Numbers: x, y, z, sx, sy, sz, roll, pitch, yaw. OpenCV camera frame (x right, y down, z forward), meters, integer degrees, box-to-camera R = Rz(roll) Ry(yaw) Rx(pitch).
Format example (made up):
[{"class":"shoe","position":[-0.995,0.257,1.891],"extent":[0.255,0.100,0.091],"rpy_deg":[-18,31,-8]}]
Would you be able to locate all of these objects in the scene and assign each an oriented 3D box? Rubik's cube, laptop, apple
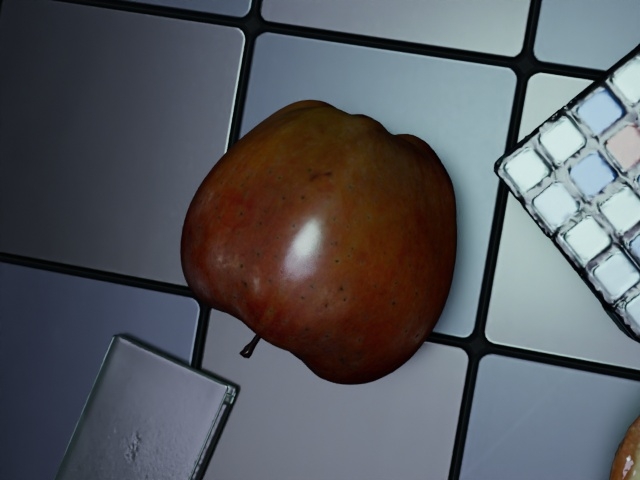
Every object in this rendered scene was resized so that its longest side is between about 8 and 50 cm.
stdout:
[{"class":"Rubik's cube","position":[0.264,-0.042,1.093],"extent":[0.184,0.187,0.182],"rpy_deg":[-39,82,6]},{"class":"laptop","position":[-0.166,0.191,1.258],"extent":[0.129,0.016,0.180],"rpy_deg":[24,93,10]},{"class":"apple","position":[-0.001,-0.001,1.128],"extent":[0.233,0.234,0.234],"rpy_deg":[0,90,11]}]

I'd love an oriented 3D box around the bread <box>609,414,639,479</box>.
[{"class":"bread","position":[0.329,0.222,1.096],"extent":[0.190,0.123,0.244],"rpy_deg":[-8,74,38]}]
